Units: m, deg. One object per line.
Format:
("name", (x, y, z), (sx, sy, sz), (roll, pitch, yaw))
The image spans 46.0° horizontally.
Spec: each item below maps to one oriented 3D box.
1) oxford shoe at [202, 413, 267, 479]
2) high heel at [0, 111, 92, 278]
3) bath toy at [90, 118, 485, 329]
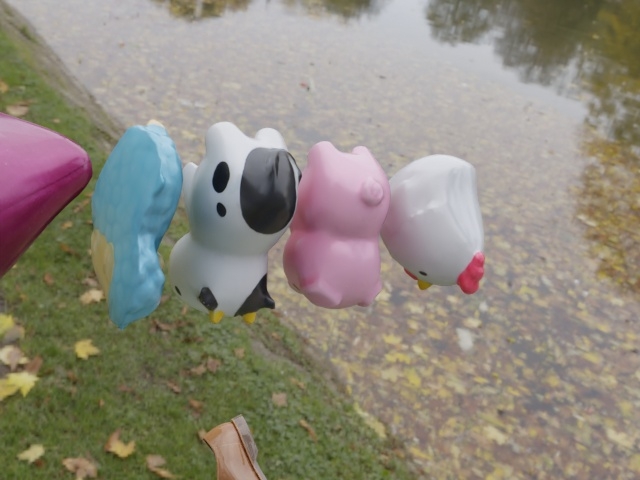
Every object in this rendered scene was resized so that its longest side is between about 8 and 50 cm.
("oxford shoe", (-0.102, 0.351, 1.038), (0.076, 0.076, 0.212), (-20, 60, -17))
("high heel", (-0.278, -0.052, 0.468), (0.181, 0.127, 0.377), (-26, 39, -24))
("bath toy", (0.000, 0.000, 0.614), (0.348, 0.151, 0.129), (0, 52, -33))
